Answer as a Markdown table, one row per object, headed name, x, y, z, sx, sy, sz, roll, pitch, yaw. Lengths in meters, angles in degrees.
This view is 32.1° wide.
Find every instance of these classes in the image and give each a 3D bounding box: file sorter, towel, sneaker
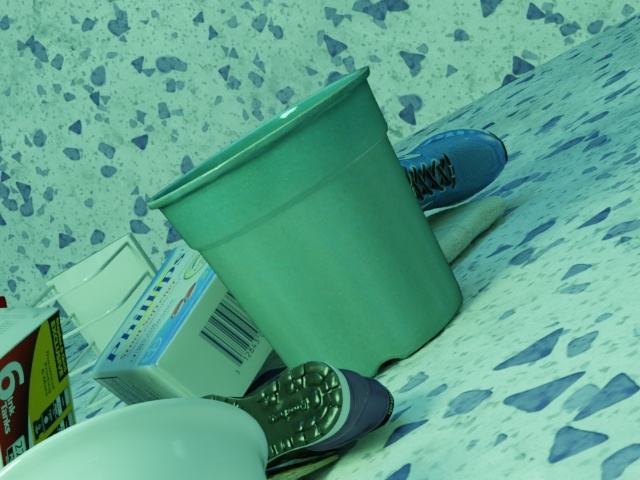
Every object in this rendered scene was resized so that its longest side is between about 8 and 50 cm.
| name | x | y | z | sx | sy | sz | roll | pitch | yaw |
| --- | --- | --- | --- | --- | --- | --- | --- | --- | --- |
| file sorter | -0.354 | 0.171 | 1.938 | 0.192 | 0.278 | 0.173 | -28 | 14 | 19 |
| towel | 0.155 | 0.014 | 1.806 | 0.187 | 0.049 | 0.282 | -40 | 13 | -37 |
| sneaker | 0.146 | -0.082 | 1.789 | 0.330 | 0.130 | 0.147 | -20 | 15 | 7 |
| sneaker | -0.042 | 0.217 | 1.244 | 0.283 | 0.107 | 0.124 | -22 | -25 | 38 |

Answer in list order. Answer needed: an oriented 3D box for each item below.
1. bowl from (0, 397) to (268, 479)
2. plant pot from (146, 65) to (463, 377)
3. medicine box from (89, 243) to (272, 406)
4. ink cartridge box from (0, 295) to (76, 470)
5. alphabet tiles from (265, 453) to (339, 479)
| name | x | y | z | sx | sy | sz | roll | pitch | yaw |
| --- | --- | --- | --- | --- | --- | --- | --- | --- | --- |
| bowl | -0.155 | 0.280 | 0.940 | 0.297 | 0.298 | 0.134 | -32 | 53 | -3 |
| plant pot | 0.000 | 0.000 | 1.479 | 0.341 | 0.334 | 0.341 | -30 | 9 | 5 |
| medicine box | -0.190 | 0.137 | 1.716 | 0.289 | 0.149 | 0.263 | -15 | 39 | 59 |
| ink cartridge box | -0.410 | 0.255 | 1.483 | 0.130 | 0.310 | 0.272 | 0 | 18 | 13 |
| alphabet tiles | -0.124 | 0.282 | 1.182 | 0.198 | 0.009 | 0.237 | -23 | -5 | 42 |
